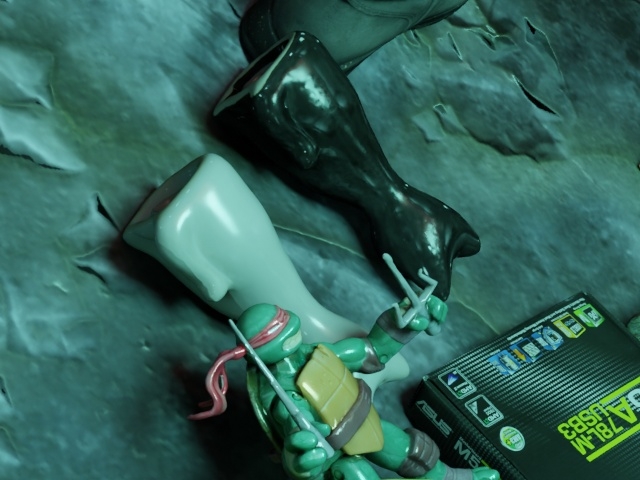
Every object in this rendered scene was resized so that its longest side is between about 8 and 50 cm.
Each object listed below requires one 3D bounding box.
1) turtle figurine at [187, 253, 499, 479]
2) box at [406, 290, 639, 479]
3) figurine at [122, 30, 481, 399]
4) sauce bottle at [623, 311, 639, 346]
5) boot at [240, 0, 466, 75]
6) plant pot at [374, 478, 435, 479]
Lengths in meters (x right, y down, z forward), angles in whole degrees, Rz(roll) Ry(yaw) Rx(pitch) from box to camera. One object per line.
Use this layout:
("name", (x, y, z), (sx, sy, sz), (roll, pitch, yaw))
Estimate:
("turtle figurine", (0.019, 0.102, 1.110), (0.234, 0.118, 0.175), (53, 50, -21))
("box", (0.185, 0.136, 1.264), (0.191, 0.045, 0.184), (-23, 58, -40))
("figurine", (0.000, 0.000, 1.220), (0.209, 0.092, 0.215), (44, 51, -14))
("sauce bottle", (0.372, 0.049, 1.434), (0.344, 0.111, 0.111), (-23, 81, -39))
("boot", (0.103, -0.241, 1.326), (0.118, 0.223, 0.338), (45, 49, -6))
("plant pot", (-0.007, 0.246, 0.967), (0.276, 0.254, 0.276), (16, 58, -27))
